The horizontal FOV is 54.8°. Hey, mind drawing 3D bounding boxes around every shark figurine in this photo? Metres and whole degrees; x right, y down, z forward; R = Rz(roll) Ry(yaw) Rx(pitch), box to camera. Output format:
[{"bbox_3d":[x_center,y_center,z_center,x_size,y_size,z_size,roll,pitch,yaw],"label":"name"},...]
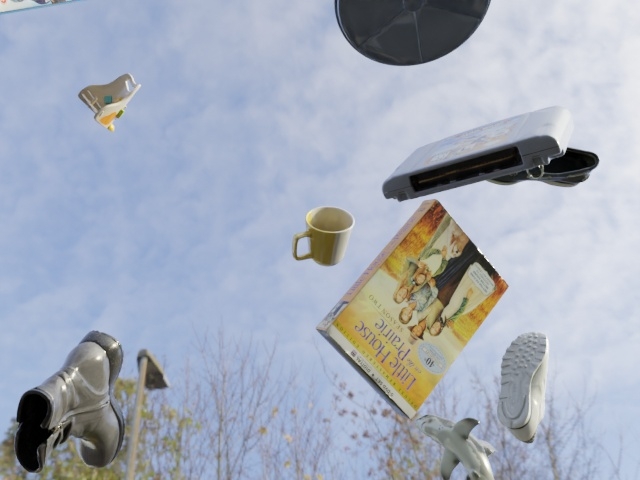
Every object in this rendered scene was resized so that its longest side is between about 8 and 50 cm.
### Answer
[{"bbox_3d":[0.312,0.451,1.214,0.116,0.278,0.166,4,-38,-40],"label":"shark figurine"}]

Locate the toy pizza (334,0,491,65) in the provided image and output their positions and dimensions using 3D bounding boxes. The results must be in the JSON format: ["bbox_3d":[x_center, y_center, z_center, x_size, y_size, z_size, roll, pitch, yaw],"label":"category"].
[{"bbox_3d":[0.117,-0.312,0.788,0.201,0.032,0.201,-2,-39,-2],"label":"toy pizza"}]

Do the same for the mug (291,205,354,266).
[{"bbox_3d":[0.002,-0.002,0.795,0.078,0.062,0.064,3,-55,-4],"label":"mug"}]

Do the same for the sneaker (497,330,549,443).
[{"bbox_3d":[0.430,0.299,1.284,0.090,0.235,0.095,-9,-45,47],"label":"sneaker"}]

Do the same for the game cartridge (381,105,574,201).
[{"bbox_3d":[0.268,-0.149,1.054,0.297,0.198,0.062,-14,-68,33],"label":"game cartridge"}]

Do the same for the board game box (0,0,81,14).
[{"bbox_3d":[-0.381,-0.437,0.726,0.086,0.302,0.308,11,-60,21],"label":"board game box"}]

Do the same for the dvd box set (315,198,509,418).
[{"bbox_3d":[0.227,0.154,1.443,0.307,0.062,0.420,48,-110,-15],"label":"dvd box set"}]

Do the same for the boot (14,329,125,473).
[{"bbox_3d":[-0.473,0.349,1.146,0.118,0.222,0.338,13,-61,12],"label":"boot"}]

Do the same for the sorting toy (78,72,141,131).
[{"bbox_3d":[-0.281,-0.195,0.847,0.075,0.083,0.045,-44,-42,-1],"label":"sorting toy"}]

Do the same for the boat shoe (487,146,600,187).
[{"bbox_3d":[0.410,-0.152,1.193,0.255,0.095,0.079,9,-22,-9],"label":"boat shoe"}]
